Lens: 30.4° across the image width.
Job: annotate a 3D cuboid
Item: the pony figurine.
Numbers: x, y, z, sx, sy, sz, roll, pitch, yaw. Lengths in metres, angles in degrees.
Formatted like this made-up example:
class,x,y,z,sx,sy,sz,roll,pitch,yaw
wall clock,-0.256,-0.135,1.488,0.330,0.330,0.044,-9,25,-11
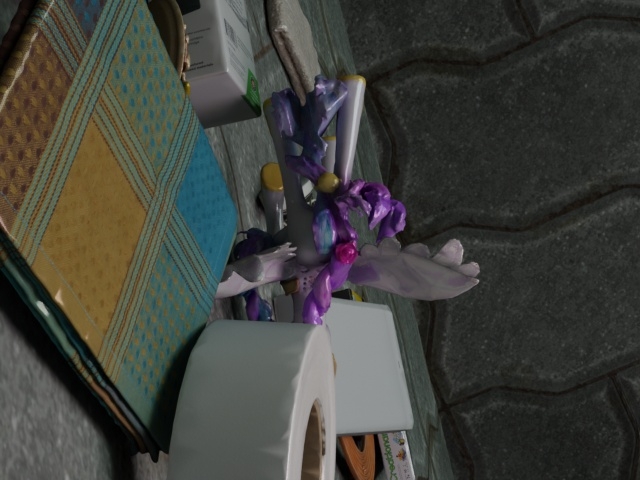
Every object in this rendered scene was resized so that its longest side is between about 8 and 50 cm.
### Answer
class,x,y,z,sx,sy,sz,roll,pitch,yaw
pony figurine,0.000,0.000,1.362,0.351,0.303,0.363,114,-23,-69

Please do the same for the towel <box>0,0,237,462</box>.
class,x,y,z,sx,sy,sz,roll,pitch,yaw
towel,-0.156,-0.032,0.907,0.370,0.040,0.271,69,28,-50

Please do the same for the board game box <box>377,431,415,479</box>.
class,x,y,z,sx,sy,sz,roll,pitch,yaw
board game box,0.131,0.338,2.200,0.305,0.053,0.193,38,39,-86

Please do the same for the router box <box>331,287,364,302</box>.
class,x,y,z,sx,sy,sz,roll,pitch,yaw
router box,0.056,0.176,1.914,0.133,0.046,0.179,39,39,-74

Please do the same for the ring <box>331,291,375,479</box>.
class,x,y,z,sx,sy,sz,roll,pitch,yaw
ring,0.034,0.242,1.936,0.336,0.032,0.336,-14,90,-80

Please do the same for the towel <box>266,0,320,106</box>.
class,x,y,z,sx,sy,sz,roll,pitch,yaw
towel,-0.047,-0.380,2.262,0.282,0.049,0.187,64,16,-54

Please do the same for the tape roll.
class,x,y,z,sx,sy,sz,roll,pitch,yaw
tape roll,-0.053,0.212,1.041,0.286,0.100,0.286,1,90,-82

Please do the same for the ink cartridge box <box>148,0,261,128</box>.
class,x,y,z,sx,sy,sz,roll,pitch,yaw
ink cartridge box,-0.142,-0.259,1.408,0.153,0.087,0.208,48,32,-71

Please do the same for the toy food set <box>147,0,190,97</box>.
class,x,y,z,sx,sy,sz,roll,pitch,yaw
toy food set,-0.155,-0.179,1.165,0.132,0.038,0.192,-38,-124,52

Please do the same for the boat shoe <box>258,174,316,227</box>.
class,x,y,z,sx,sy,sz,roll,pitch,yaw
boat shoe,-0.040,-0.057,1.767,0.219,0.078,0.070,-63,138,-78

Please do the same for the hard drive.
class,x,y,z,sx,sy,sz,roll,pitch,yaw
hard drive,0.041,0.187,1.747,0.307,0.040,0.203,13,63,-61
